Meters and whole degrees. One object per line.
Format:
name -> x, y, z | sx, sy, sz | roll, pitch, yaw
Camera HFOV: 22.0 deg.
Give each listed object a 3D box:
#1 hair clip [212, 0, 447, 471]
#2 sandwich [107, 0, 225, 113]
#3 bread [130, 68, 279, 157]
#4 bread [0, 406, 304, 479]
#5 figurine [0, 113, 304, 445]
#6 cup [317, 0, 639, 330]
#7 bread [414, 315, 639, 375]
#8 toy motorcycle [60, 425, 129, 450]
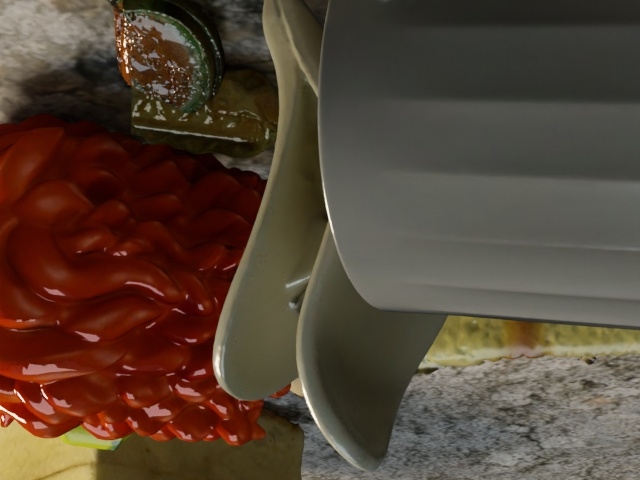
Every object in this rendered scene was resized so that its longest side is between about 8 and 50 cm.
hair clip -> 0.017, -0.005, 1.006 | 0.113, 0.282, 0.172 | 5, 161, 34
sandwich -> -0.098, -0.121, 1.053 | 0.069, 0.026, 0.101 | -3, 135, 7
bread -> -0.077, -0.089, 1.122 | 0.110, 0.060, 0.066 | 6, 125, -10
bread -> -0.199, 0.285, 1.804 | 0.279, 0.207, 0.279 | 22, 150, -37
figurine -> -0.142, 0.042, 1.273 | 0.306, 0.241, 0.412 | 23, 178, 10
cup -> 0.178, -0.092, 0.835 | 0.326, 0.237, 0.323 | 3, 147, 24
bread -> 0.158, 0.021, 1.205 | 0.263, 0.198, 0.236 | -2, 164, 13
toy motorcycle -> -0.308, 0.101, 1.483 | 0.342, 0.142, 0.206 | 9, -166, -16
